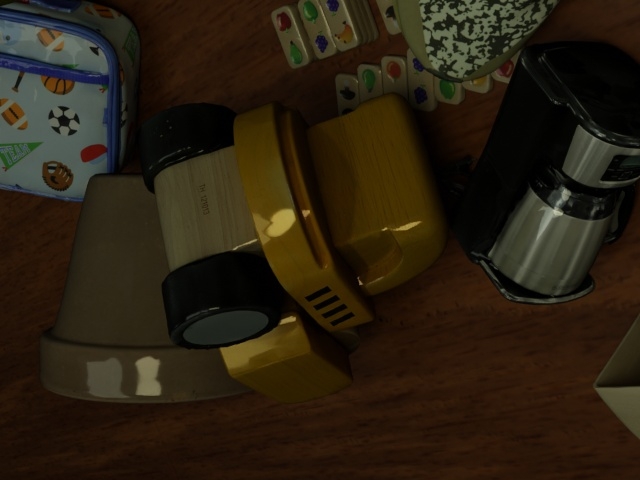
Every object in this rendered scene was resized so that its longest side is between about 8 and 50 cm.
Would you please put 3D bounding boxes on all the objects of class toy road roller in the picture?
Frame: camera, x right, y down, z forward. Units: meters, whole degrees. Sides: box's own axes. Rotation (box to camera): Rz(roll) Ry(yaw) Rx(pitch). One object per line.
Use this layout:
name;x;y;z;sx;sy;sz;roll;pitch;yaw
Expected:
toy road roller;0.000;0.000;0.985;0.241;0.329;0.202;-18;66;11

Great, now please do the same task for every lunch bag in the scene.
lunch bag;-0.360;-0.181;1.245;0.303;0.115;0.243;12;125;5

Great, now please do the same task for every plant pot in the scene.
plant pot;-0.174;0.041;1.195;0.263;0.263;0.229;5;96;44
plant pot;0.297;0.117;0.847;0.109;0.109;0.096;-10;116;47

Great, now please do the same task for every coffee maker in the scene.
coffee maker;0.172;-0.065;0.855;0.171;0.120;0.178;40;134;24

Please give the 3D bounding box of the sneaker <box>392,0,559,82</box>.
sneaker;0.154;-0.240;0.692;0.158;0.182;0.410;15;136;-12

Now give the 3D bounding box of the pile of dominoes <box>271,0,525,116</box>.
pile of dominoes;0.061;-0.201;0.952;0.251;0.040;0.196;-11;104;48
